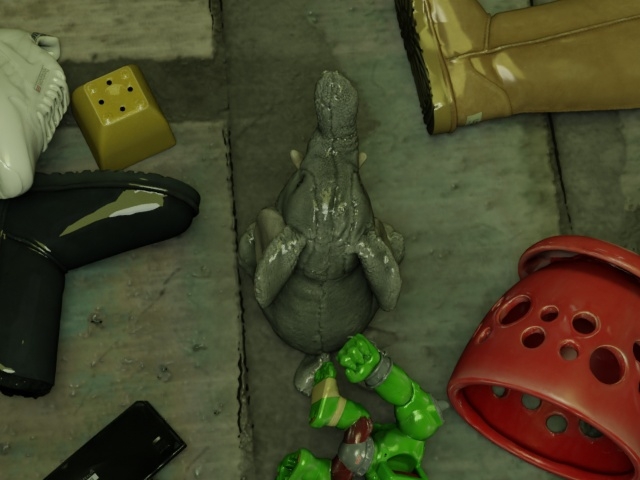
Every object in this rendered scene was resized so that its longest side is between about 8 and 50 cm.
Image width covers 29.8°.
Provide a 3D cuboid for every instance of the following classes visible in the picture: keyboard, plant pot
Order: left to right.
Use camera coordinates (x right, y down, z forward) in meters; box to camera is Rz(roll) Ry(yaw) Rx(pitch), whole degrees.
[{"bbox_3d":[-0.205,0.241,1.100,0.192,0.038,0.100,-40,57,-12],"label":"keyboard"},{"bbox_3d":[-0.194,-0.125,1.171,0.081,0.083,0.081,-26,77,-11],"label":"plant pot"},{"bbox_3d":[0.234,0.106,1.084,0.191,0.191,0.174,30,68,5],"label":"plant pot"}]

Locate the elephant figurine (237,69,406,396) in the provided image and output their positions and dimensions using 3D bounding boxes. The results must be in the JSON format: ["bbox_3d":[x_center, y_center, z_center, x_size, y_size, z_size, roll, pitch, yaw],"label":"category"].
[{"bbox_3d":[0.000,0.000,1.066,0.169,0.239,0.186,-37,80,-13],"label":"elephant figurine"}]

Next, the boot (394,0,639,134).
[{"bbox_3d":[0.219,-0.231,1.233,0.269,0.089,0.236,-11,86,-7],"label":"boot"}]

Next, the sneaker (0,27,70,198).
[{"bbox_3d":[-0.279,-0.129,1.127,0.094,0.090,0.235,-2,43,-18],"label":"sneaker"}]

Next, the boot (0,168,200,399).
[{"bbox_3d":[-0.239,0.043,1.112,0.246,0.094,0.207,1,70,3],"label":"boot"}]

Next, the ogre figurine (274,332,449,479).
[{"bbox_3d":[0.035,0.190,1.084,0.118,0.097,0.197,21,85,-15],"label":"ogre figurine"}]
